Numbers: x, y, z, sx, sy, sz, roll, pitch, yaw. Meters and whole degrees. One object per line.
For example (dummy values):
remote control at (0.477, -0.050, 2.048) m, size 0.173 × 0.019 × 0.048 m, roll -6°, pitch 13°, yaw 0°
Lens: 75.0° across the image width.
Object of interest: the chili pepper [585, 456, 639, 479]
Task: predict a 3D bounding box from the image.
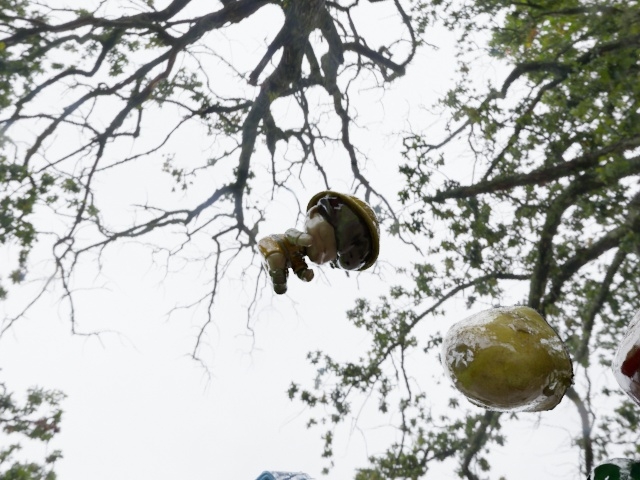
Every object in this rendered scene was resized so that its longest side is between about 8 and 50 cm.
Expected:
chili pepper at (0.595, 0.529, 0.721) m, size 0.249 × 0.257 × 0.233 m, roll 12°, pitch -64°, yaw 19°

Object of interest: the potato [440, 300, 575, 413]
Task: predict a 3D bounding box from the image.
potato at (0.416, 0.283, 1.100) m, size 0.296 × 0.397 × 0.289 m, roll 16°, pitch -84°, yaw -25°

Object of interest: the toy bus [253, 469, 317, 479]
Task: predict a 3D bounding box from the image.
toy bus at (-0.069, 0.517, 0.792) m, size 0.133 × 0.116 × 0.234 m, roll -43°, pitch -34°, yaw -7°

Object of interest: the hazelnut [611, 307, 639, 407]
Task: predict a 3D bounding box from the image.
hazelnut at (0.826, 0.214, 0.853) m, size 0.360 × 0.359 × 0.409 m, roll 17°, pitch -68°, yaw -13°

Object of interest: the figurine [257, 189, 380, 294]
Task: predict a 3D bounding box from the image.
figurine at (-0.002, -0.003, 0.859) m, size 0.257 × 0.167 × 0.192 m, roll -16°, pitch -40°, yaw -14°
